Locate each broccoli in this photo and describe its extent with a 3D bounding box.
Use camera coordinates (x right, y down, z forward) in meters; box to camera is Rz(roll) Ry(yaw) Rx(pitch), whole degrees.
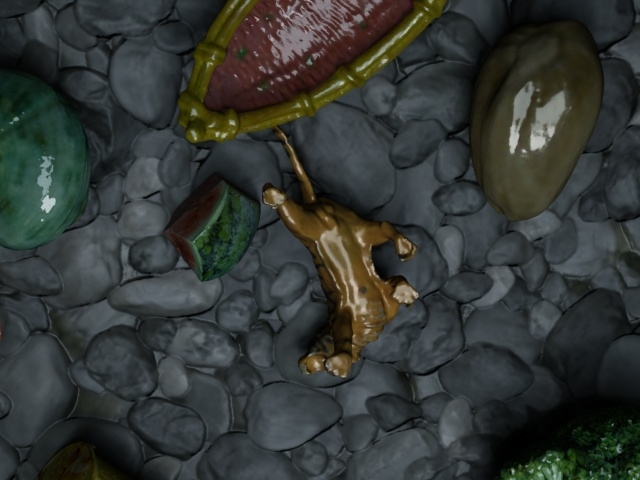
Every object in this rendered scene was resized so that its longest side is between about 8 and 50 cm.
[{"bbox_3d":[0.275,0.274,1.479,0.269,0.241,0.261,-25,136,34],"label":"broccoli"}]

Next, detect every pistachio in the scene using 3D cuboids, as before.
[{"bbox_3d":[0.183,-0.103,1.386,0.108,0.126,0.185,29,115,29],"label":"pistachio"}]

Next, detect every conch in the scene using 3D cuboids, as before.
[{"bbox_3d":[-0.277,-0.061,1.338,0.188,0.122,0.176,33,99,-15],"label":"conch"}]

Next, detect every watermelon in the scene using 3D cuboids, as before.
[{"bbox_3d":[-0.091,-0.014,1.419,0.084,0.072,0.092,-38,149,-3],"label":"watermelon"}]

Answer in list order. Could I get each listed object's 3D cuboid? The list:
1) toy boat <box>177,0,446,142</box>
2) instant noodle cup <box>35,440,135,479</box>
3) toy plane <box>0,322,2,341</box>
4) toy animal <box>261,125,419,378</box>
[{"bbox_3d":[0.010,-0.194,1.333,0.318,0.099,0.141,-41,107,6],"label":"toy boat"},{"bbox_3d":[-0.202,0.274,1.472,0.122,0.151,0.151,31,105,-28],"label":"instant noodle cup"},{"bbox_3d":[-0.400,0.130,1.408,0.223,0.104,0.326,10,111,-9],"label":"toy plane"},{"bbox_3d":[0.008,-0.002,1.417,0.114,0.116,0.255,-22,104,-13],"label":"toy animal"}]
